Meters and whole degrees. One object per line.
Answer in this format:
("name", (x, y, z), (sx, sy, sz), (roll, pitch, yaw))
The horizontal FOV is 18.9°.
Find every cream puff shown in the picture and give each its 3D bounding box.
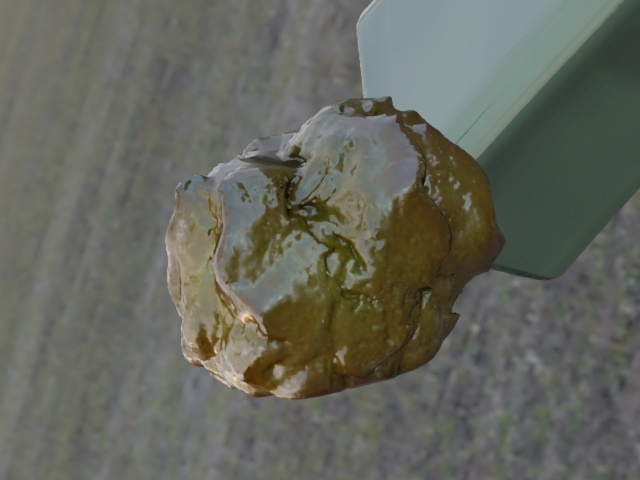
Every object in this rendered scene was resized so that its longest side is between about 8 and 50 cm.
("cream puff", (0.000, 0.000, 0.660), (0.116, 0.122, 0.094), (-30, -60, -55))

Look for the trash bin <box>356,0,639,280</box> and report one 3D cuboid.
("trash bin", (0.182, -0.162, 1.300), (0.343, 0.158, 0.223), (-48, 36, 43))
